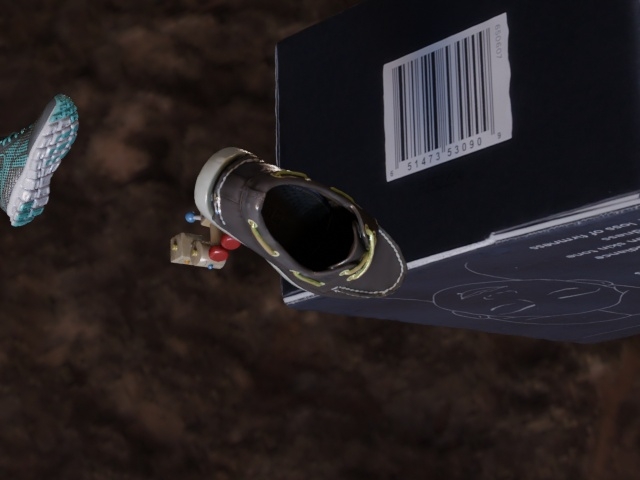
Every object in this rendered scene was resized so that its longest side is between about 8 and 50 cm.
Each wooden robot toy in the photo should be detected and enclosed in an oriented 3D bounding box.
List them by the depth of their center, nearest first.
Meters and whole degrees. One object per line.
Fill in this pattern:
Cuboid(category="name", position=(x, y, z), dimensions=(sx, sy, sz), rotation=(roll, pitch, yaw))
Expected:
Cuboid(category="wooden robot toy", position=(-0.086, -0.011, 1.712), dimensions=(0.173, 0.079, 0.076), rotation=(-44, -133, 44))

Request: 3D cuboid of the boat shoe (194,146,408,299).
Cuboid(category="boat shoe", position=(0.000, 0.000, 1.261), dimensions=(0.068, 0.227, 0.081), rotation=(25, -92, 44))

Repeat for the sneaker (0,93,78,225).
Cuboid(category="sneaker", position=(-0.322, -0.097, 1.774), dimensions=(0.076, 0.166, 0.065), rotation=(38, -152, 14))

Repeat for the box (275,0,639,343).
Cuboid(category="box", position=(0.282, -0.089, 1.615), dimensions=(0.480, 0.471, 0.297), rotation=(-18, -112, 47))
